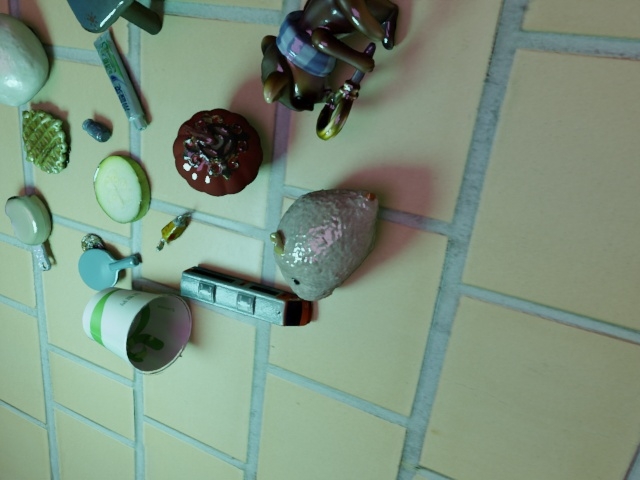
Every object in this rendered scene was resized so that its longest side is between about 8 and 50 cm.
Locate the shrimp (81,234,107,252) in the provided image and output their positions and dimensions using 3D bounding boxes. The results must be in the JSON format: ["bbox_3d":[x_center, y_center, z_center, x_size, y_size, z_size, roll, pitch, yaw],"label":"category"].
[{"bbox_3d":[-0.762,0.047,1.668,0.161,0.034,0.091,49,119,6],"label":"shrimp"}]

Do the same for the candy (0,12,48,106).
[{"bbox_3d":[-0.992,-0.560,1.512,0.296,0.185,0.295,5,102,21],"label":"candy"}]

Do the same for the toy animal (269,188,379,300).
[{"bbox_3d":[0.004,-0.005,1.193,0.226,0.188,0.358,42,118,3],"label":"toy animal"}]

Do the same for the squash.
[{"bbox_3d":[-0.628,-0.163,1.541,0.220,0.041,0.219,7,104,27],"label":"squash"}]

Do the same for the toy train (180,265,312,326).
[{"bbox_3d":[-0.223,0.166,1.414,0.410,0.089,0.086,13,105,23],"label":"toy train"}]

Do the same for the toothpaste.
[{"bbox_3d":[-0.582,-0.461,1.423,0.075,0.048,0.296,-23,92,30],"label":"toothpaste"}]

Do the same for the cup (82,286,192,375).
[{"bbox_3d":[-0.590,0.263,1.541,0.274,0.253,0.252,11,110,30],"label":"cup"}]

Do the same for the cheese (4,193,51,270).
[{"bbox_3d":[-1.032,-0.025,1.751,0.163,0.082,0.286,-2,105,27],"label":"cheese"}]

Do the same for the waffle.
[{"bbox_3d":[-0.918,-0.328,1.618,0.208,0.054,0.213,18,118,17],"label":"waffle"}]

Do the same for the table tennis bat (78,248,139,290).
[{"bbox_3d":[-0.708,0.089,1.630,0.238,0.038,0.148,-14,97,18],"label":"table tennis bat"}]

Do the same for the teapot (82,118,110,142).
[{"bbox_3d":[-0.691,-0.338,1.515,0.083,0.063,0.049,36,86,15],"label":"teapot"}]

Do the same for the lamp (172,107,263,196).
[{"bbox_3d":[-0.260,-0.224,1.238,0.227,0.227,0.226,8,108,24],"label":"lamp"}]

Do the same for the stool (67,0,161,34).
[{"bbox_3d":[-0.483,-0.700,1.198,0.311,0.226,0.310,-28,91,29],"label":"stool"}]

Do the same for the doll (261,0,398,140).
[{"bbox_3d":[0.019,-0.424,1.072,0.340,0.209,0.317,-40,54,28],"label":"doll"}]

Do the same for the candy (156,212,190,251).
[{"bbox_3d":[-0.450,-0.033,1.483,0.182,0.053,0.046,-43,72,30],"label":"candy"}]
